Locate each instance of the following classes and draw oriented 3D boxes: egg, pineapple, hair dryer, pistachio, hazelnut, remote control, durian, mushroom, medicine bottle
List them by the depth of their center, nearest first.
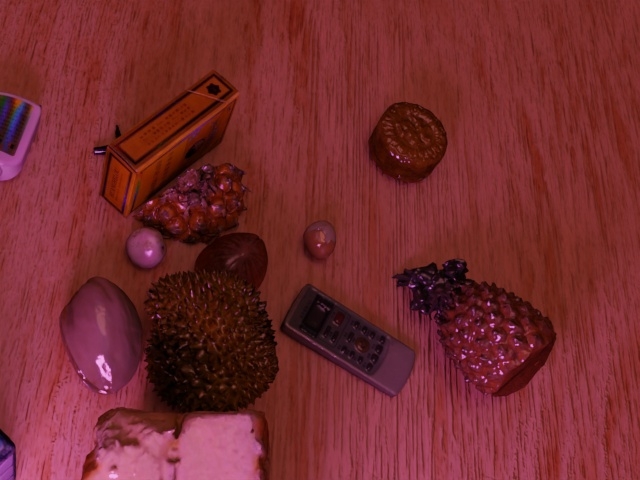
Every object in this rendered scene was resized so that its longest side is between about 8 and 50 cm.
[{"bbox_3d":[-0.210,0.179,1.560,0.258,0.258,0.293,-11,65,-24],"label":"durian"},{"bbox_3d":[-0.398,0.172,1.561,0.144,0.144,0.215,-12,81,-25],"label":"pistachio"},{"bbox_3d":[-0.642,-0.190,1.696,0.115,0.078,0.219,17,59,-13],"label":"medicine bottle"},{"bbox_3d":[-0.177,0.046,1.700,0.150,0.150,0.150,8,61,-15],"label":"hazelnut"},{"bbox_3d":[-0.347,0.014,1.702,0.084,0.067,0.083,0,91,4],"label":"mushroom"},{"bbox_3d":[-0.229,-0.078,1.742,0.250,0.164,0.140,-28,83,-33],"label":"pineapple"},{"bbox_3d":[0.062,0.207,1.762,0.285,0.038,0.123,33,57,-1],"label":"remote control"},{"bbox_3d":[0.310,0.152,1.800,0.223,0.223,0.357,-28,58,-30],"label":"pineapple"},{"bbox_3d":[-0.444,-0.213,1.816,0.079,0.031,0.083,-4,51,-12],"label":"hair dryer"},{"bbox_3d":[0.000,0.000,1.831,0.071,0.071,0.083,-5,68,-22],"label":"egg"}]

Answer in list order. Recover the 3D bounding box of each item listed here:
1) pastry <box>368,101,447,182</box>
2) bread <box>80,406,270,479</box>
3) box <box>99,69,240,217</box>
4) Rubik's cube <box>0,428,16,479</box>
[{"bbox_3d":[0.207,-0.233,2.007,0.189,0.103,0.188,9,60,-16],"label":"pastry"},{"bbox_3d":[-0.217,0.450,1.320,0.279,0.390,0.371,3,76,-3],"label":"bread"},{"bbox_3d":[-0.310,-0.199,1.752,0.084,0.193,0.301,43,58,4],"label":"box"},{"bbox_3d":[-0.683,0.342,1.243,0.337,0.344,0.344,41,58,4],"label":"Rubik's cube"}]
